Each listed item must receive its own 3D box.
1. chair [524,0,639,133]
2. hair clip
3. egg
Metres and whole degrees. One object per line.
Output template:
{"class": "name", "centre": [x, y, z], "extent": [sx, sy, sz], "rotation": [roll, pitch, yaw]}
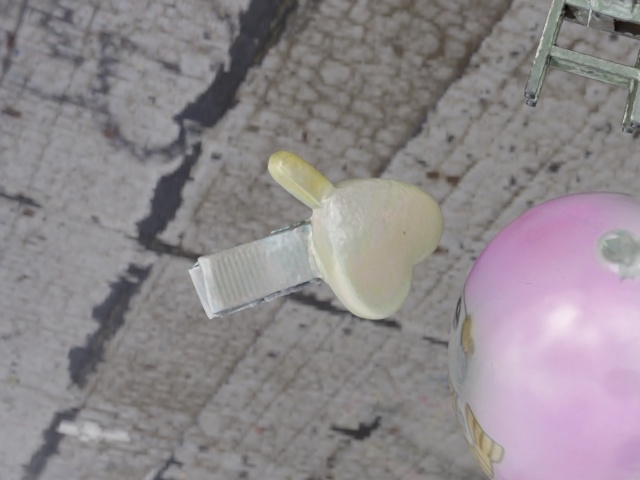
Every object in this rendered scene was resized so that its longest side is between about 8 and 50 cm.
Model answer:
{"class": "chair", "centre": [0.335, -0.269, 1.349], "extent": [0.147, 0.270, 0.136], "rotation": [18, -174, 10]}
{"class": "hair clip", "centre": [0.000, -0.003, 0.991], "extent": [0.219, 0.071, 0.159], "rotation": [-18, 101, -16]}
{"class": "egg", "centre": [0.182, 0.089, 0.790], "extent": [0.196, 0.196, 0.271], "rotation": [-4, 133, 12]}
